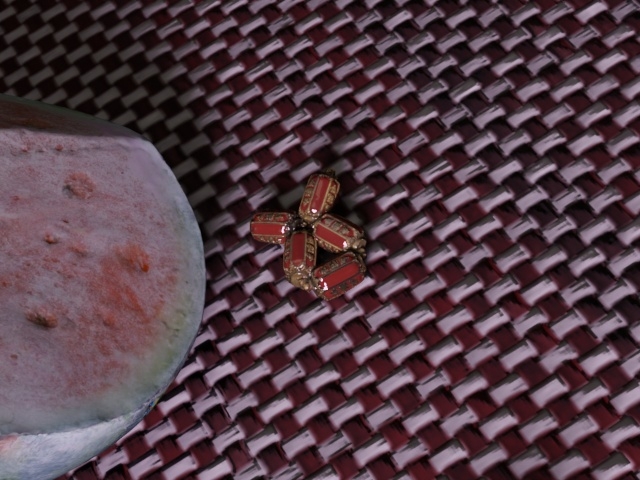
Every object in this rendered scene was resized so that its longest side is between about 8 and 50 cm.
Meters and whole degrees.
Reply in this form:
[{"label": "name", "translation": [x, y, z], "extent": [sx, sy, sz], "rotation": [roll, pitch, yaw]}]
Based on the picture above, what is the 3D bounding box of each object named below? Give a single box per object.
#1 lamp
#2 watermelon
[{"label": "lamp", "translation": [0.000, 0.000, 1.061], "extent": [0.063, 0.031, 0.083], "rotation": [-33, 47, -3]}, {"label": "watermelon", "translation": [-0.185, 0.044, 1.050], "extent": [0.175, 0.188, 0.322], "rotation": [-58, 37, 37]}]
